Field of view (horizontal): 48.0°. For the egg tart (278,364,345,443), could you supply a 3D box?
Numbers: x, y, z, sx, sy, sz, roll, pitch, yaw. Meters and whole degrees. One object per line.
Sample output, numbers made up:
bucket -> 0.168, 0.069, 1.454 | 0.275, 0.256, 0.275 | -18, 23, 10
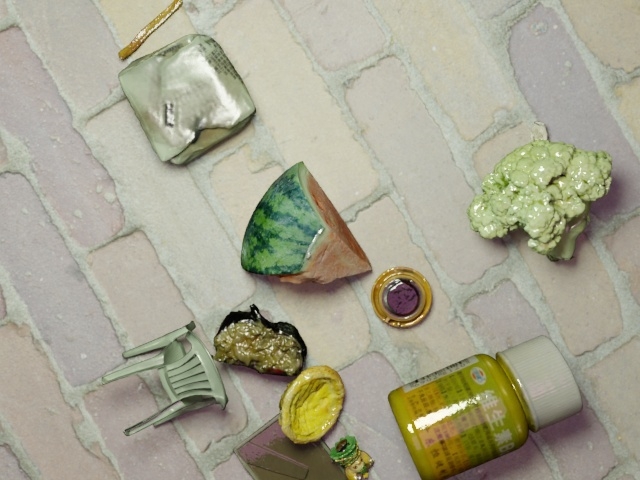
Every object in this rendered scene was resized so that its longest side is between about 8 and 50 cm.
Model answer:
egg tart -> -0.026, 0.371, 1.654 | 0.191, 0.074, 0.191 | -12, 112, -32

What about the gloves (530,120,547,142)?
gloves -> 0.510, -0.246, 1.668 | 0.044, 0.037, 0.081 | 21, 111, 34

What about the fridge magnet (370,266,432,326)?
fridge magnet -> 0.188, 0.132, 1.671 | 0.143, 0.063, 0.143 | 0, 94, 3

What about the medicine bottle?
medicine bottle -> 0.363, 0.370, 1.602 | 0.384, 0.224, 0.224 | -24, 92, 0

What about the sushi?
sushi -> -0.132, 0.230, 1.650 | 0.212, 0.115, 0.147 | 20, 93, 0

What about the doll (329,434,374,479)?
doll -> 0.069, 0.515, 1.697 | 0.078, 0.076, 0.113 | -45, 125, -26

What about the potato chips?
potato chips -> -0.392, -0.493, 1.664 | 0.204, 0.037, 0.026 | -44, 102, -4

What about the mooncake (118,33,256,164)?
mooncake -> -0.296, -0.324, 1.617 | 0.250, 0.136, 0.254 | -28, 97, 3

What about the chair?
chair -> -0.323, 0.310, 1.596 | 0.274, 0.190, 0.203 | -25, 91, 10

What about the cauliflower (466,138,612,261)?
cauliflower -> 0.493, -0.078, 1.567 | 0.327, 0.260, 0.281 | -31, 87, 22

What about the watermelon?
watermelon -> -0.016, -0.036, 1.608 | 0.292, 0.283, 0.251 | -6, 108, -25

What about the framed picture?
framed picture -> -0.059, 0.541, 1.708 | 0.189, 0.023, 0.260 | -38, 92, 1
